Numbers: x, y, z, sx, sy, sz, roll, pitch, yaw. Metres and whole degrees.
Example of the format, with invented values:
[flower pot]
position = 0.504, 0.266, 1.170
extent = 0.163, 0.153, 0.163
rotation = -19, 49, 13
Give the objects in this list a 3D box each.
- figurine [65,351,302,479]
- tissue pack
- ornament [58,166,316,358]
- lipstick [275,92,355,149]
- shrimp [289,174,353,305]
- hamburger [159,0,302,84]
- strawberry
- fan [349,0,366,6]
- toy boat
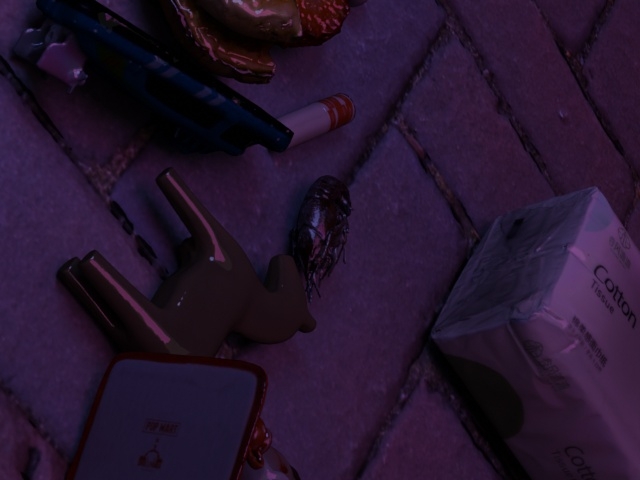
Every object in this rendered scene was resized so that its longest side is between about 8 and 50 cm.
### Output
[figurine]
position = -0.082, 0.223, 1.210
extent = 0.226, 0.183, 0.160
rotation = 44, 57, -48
[tissue pack]
position = 0.331, 0.155, 1.668
extent = 0.356, 0.194, 0.266
rotation = 54, 45, -21
[ornament]
position = -0.111, 0.050, 1.300
extent = 0.245, 0.061, 0.230
rotation = 53, 44, -20
[lipstick]
position = -0.012, -0.134, 1.494
extent = 0.131, 0.038, 0.038
rotation = -28, 99, -49
[shrimp]
position = 0.000, 0.000, 1.450
extent = 0.065, 0.057, 0.165
rotation = 35, 56, -45
[hamburger]
position = -0.120, -0.283, 1.358
extent = 0.131, 0.124, 0.262
rotation = -16, 79, -35
[strawberry]
position = -0.035, -0.278, 1.476
extent = 0.145, 0.086, 0.145
rotation = 7, 80, -48
[fan]
position = -0.013, -0.378, 1.547
extent = 0.244, 0.074, 0.130
rotation = 49, 45, -28
[toy boat]
position = -0.157, -0.142, 1.297
extent = 0.299, 0.134, 0.092
rotation = 31, 93, -41
